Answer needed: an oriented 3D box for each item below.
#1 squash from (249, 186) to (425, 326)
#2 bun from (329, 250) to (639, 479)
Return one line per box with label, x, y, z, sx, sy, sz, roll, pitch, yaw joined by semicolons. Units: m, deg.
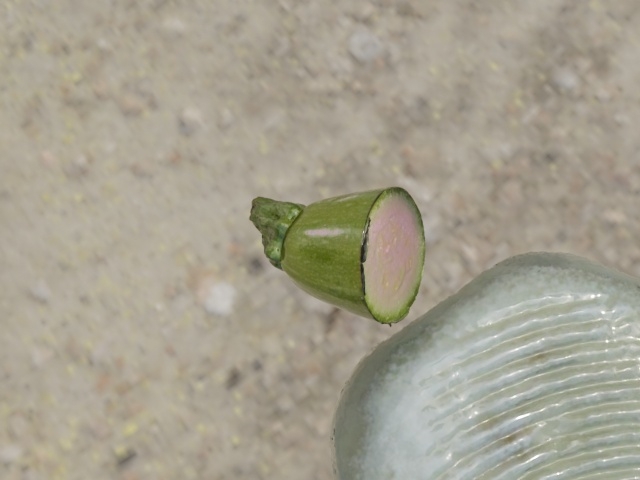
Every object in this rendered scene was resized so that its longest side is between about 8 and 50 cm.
squash;-0.002;0.007;1.432;0.105;0.132;0.105;-16;108;-61
bun;0.182;0.187;1.495;0.354;0.354;0.194;-31;176;-7
